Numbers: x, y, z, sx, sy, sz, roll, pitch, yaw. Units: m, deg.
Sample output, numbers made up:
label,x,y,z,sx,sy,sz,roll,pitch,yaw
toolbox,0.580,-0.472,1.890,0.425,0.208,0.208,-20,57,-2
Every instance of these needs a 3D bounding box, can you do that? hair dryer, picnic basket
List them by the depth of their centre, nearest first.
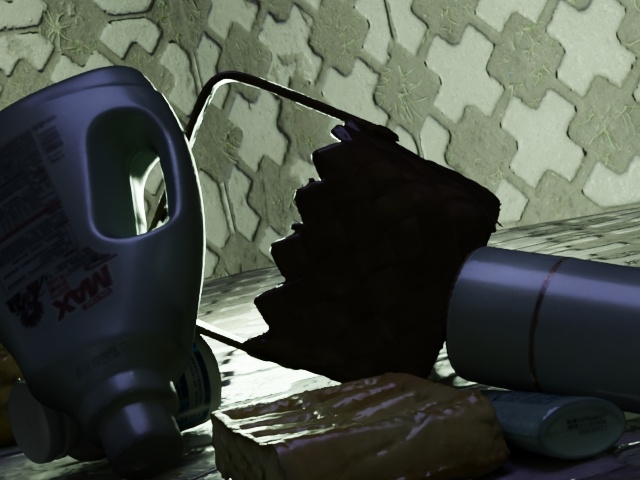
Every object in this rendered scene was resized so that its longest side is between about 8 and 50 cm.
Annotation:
label,x,y,z,sx,sy,sz,roll,pitch,yaw
hair dryer,0.254,0.071,1.300,0.173,0.107,0.357,10,3,31
picnic basket,0.000,0.000,1.575,0.321,0.254,0.291,21,6,5

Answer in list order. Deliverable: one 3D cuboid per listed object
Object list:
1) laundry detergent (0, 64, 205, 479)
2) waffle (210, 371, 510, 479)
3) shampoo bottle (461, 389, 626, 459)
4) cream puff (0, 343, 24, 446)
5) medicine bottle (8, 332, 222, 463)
label,x,y,z,sx,sy,sz,roll,pitch,yaw
laundry detergent,-0.204,0.034,1.482,0.264,0.398,0.125,-32,-38,4
waffle,0.020,0.146,1.200,0.168,0.057,0.274,-13,2,-13
shampoo bottle,0.142,0.128,1.163,0.069,0.041,0.190,-12,2,-20
cream puff,-0.406,0.120,1.905,0.343,0.231,0.327,-14,6,-22
medicine bottle,-0.199,0.151,1.572,0.191,0.107,0.107,-15,4,-37
